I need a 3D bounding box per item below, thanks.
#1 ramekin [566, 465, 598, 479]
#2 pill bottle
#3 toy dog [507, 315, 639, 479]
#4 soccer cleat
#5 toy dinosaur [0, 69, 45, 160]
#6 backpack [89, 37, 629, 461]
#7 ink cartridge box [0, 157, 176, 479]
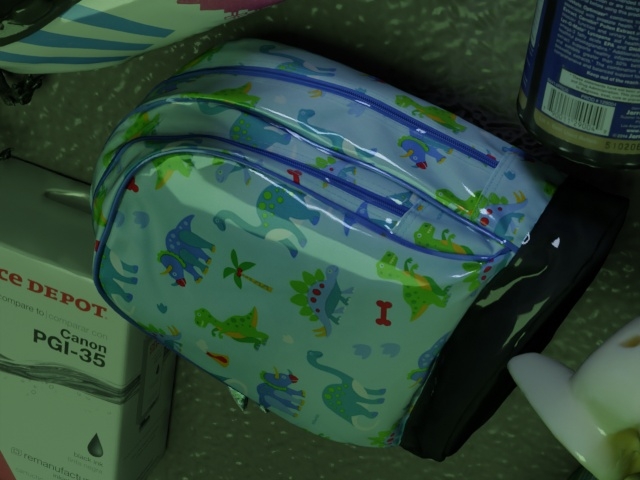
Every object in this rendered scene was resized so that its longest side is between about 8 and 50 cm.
[{"bbox_3d":[0.301,0.309,1.293,0.303,0.148,0.303,12,124,19],"label":"ramekin"},{"bbox_3d":[0.208,-0.167,1.049,0.123,0.123,0.219,18,127,15],"label":"pill bottle"},{"bbox_3d":[0.355,0.045,0.969,0.284,0.395,0.408,45,93,5],"label":"toy dog"},{"bbox_3d":[-0.127,-0.204,1.211,0.331,0.143,0.116,-11,76,12],"label":"soccer cleat"},{"bbox_3d":[-0.309,-0.126,1.367,0.118,0.064,0.268,35,131,21],"label":"toy dinosaur"},{"bbox_3d":[0.000,0.000,1.202,0.355,0.273,0.290,41,136,12],"label":"backpack"},{"bbox_3d":[-0.246,0.092,1.438,0.207,0.117,0.283,20,127,14],"label":"ink cartridge box"}]
